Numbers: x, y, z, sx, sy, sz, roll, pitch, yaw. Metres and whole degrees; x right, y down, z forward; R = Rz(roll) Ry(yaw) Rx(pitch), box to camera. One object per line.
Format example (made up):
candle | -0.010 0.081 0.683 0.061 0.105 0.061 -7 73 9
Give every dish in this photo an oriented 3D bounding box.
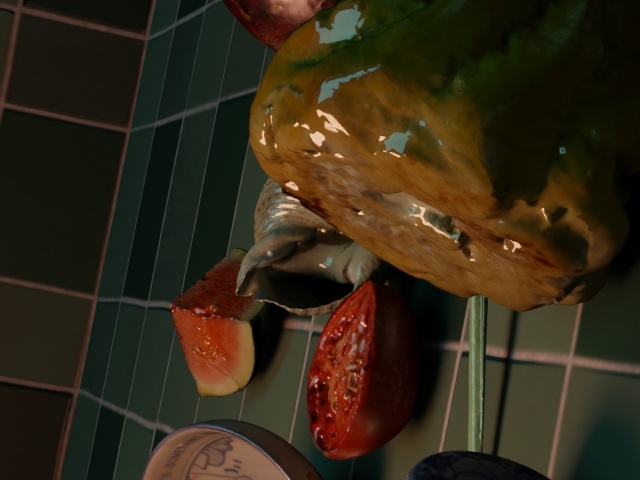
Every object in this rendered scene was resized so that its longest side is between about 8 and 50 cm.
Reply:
dish | -0.048 0.301 2.001 0.273 0.134 0.273 13 110 41

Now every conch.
conch | 0.004 0.001 2.006 0.200 0.172 0.131 -52 -21 -5

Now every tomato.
tomato | 0.048 0.136 1.872 0.166 0.082 0.174 132 150 -54

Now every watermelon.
watermelon | -0.096 0.103 2.407 0.145 0.137 0.193 6 83 39

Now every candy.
candy | 0.133 0.097 1.657 0.092 0.093 0.335 18 -109 -63

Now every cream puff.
cream puff | 0.124 -0.110 1.471 0.257 0.291 0.324 -59 -9 -14

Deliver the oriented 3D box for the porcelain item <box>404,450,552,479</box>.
porcelain item | 0.118 0.231 1.439 0.147 0.147 0.114 -109 35 -61

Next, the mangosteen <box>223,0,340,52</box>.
mangosteen | 0.034 -0.310 1.907 0.311 0.311 0.311 -168 90 -74
